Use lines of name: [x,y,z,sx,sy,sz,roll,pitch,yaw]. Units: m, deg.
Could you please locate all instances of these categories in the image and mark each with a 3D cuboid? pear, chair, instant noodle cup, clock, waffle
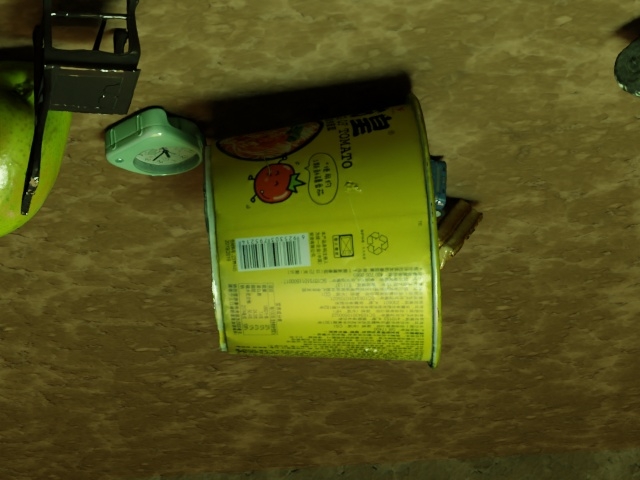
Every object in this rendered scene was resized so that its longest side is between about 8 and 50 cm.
pear: [-0.360,-0.103,2.165,0.219,0.187,0.187,-36,145,29]
chair: [-0.246,-0.137,2.035,0.113,0.229,0.106,3,158,-12]
instant noodle cup: [0.000,0.000,2.302,0.254,0.326,0.325,-5,158,-1]
clock: [-0.182,-0.111,2.363,0.101,0.041,0.135,-23,153,36]
waffle: [0.152,0.011,2.602,0.102,0.042,0.148,-47,179,31]

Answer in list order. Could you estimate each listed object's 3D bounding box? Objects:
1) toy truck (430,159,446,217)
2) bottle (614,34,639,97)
toy truck: [0.095,-0.044,2.563,0.088,0.074,0.202,12,155,-16]
bottle: [0.437,-0.170,2.259,0.260,0.112,0.112,15,151,-41]
